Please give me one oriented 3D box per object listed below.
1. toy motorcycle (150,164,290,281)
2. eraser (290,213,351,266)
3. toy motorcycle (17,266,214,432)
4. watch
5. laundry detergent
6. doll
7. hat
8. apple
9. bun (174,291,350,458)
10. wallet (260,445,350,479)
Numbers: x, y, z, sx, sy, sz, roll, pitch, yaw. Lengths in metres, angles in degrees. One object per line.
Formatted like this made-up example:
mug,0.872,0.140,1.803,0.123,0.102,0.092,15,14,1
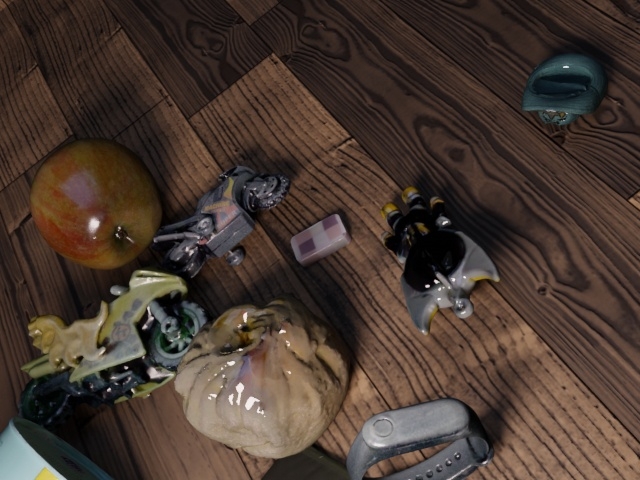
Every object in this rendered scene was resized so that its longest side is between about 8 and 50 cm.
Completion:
toy motorcycle,-0.195,-0.044,1.708,0.307,0.108,0.173,-38,39,2
eraser,0.000,0.000,1.611,0.105,0.026,0.065,-30,46,9
toy motorcycle,-0.380,0.190,1.599,0.410,0.168,0.237,-26,48,11
watch,0.139,0.297,1.219,0.206,0.193,0.068,-15,48,-5
laundry detergent,-0.469,0.482,1.361,0.287,0.287,0.305,29,75,40
doll,0.179,0.026,1.440,0.146,0.103,0.316,-20,40,-4
hat,0.419,-0.248,1.519,0.138,0.077,0.191,12,46,26
apple,-0.447,-0.070,1.764,0.257,0.257,0.234,-44,46,-5
bun,-0.094,0.203,1.380,0.282,0.204,0.281,-8,57,12
wallet,-0.055,0.429,1.326,0.169,0.052,0.245,21,63,44
